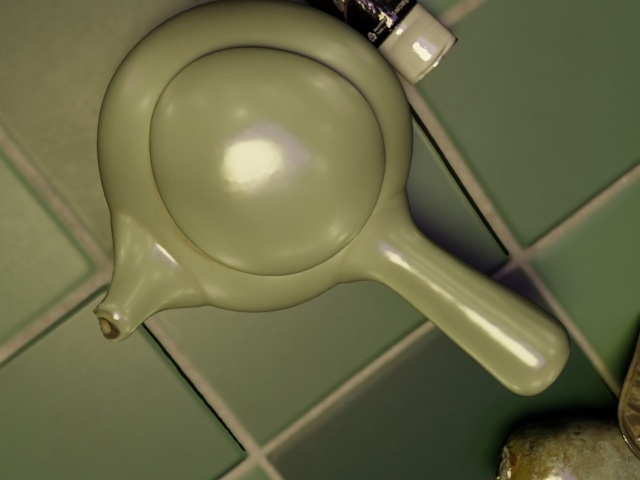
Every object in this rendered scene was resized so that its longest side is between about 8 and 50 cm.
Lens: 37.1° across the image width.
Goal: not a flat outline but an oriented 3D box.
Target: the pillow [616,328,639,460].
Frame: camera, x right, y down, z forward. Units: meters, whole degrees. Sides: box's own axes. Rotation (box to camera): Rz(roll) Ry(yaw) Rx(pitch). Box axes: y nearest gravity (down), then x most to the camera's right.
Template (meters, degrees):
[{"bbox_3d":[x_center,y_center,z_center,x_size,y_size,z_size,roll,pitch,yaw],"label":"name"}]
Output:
[{"bbox_3d":[0.308,0.157,0.729,0.217,0.033,0.130,41,55,-14],"label":"pillow"}]

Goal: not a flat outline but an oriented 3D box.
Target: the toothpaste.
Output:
[{"bbox_3d":[0.005,-0.183,0.641,0.193,0.045,0.071,43,91,-8],"label":"toothpaste"}]

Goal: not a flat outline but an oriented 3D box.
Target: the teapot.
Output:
[{"bbox_3d":[0.014,-0.035,0.615,0.318,0.149,0.220,8,102,-8],"label":"teapot"}]

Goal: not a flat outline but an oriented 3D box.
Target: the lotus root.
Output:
[{"bbox_3d":[0.205,0.171,0.721,0.165,0.088,0.088,-4,102,-19],"label":"lotus root"}]
